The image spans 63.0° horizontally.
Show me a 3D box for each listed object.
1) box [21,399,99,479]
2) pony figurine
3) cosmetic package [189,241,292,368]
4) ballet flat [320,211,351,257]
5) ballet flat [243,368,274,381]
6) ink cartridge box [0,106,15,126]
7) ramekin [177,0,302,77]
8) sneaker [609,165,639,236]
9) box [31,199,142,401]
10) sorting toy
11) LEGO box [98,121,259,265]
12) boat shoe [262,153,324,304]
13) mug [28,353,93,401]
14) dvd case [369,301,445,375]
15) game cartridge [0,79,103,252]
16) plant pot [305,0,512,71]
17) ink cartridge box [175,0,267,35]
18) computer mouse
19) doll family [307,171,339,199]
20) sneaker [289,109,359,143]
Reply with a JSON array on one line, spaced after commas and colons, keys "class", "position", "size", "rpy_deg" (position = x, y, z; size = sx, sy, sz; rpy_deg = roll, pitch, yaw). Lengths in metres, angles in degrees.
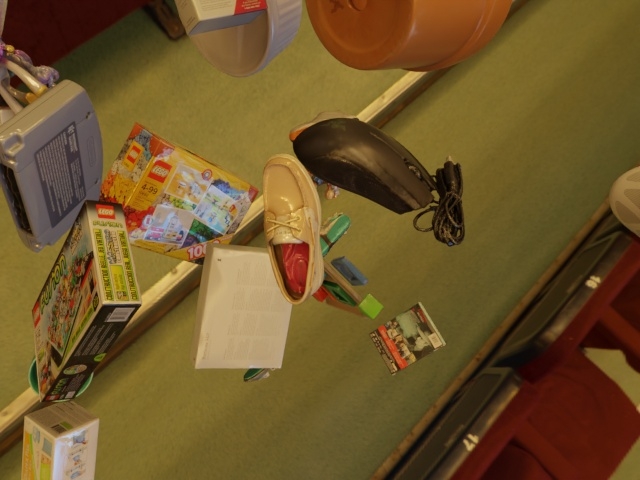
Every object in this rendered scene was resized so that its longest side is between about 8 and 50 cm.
[{"class": "box", "position": [-0.559, 0.467, 1.118], "size": [0.114, 0.103, 0.203], "rpy_deg": [16, 104, 29]}, {"class": "pony figurine", "position": [-0.944, -0.535, 1.500], "size": [0.363, 0.351, 0.303], "rpy_deg": [40, 47, -15]}, {"class": "cosmetic package", "position": [-0.237, 0.209, 1.635], "size": [0.284, 0.097, 0.378], "rpy_deg": [7, 98, -29]}, {"class": "ballet flat", "position": [0.000, 0.000, 1.608], "size": [0.241, 0.077, 0.091], "rpy_deg": [-37, 102, -27]}, {"class": "ballet flat", "position": [-0.195, 0.455, 1.882], "size": [0.213, 0.072, 0.068], "rpy_deg": [-45, 117, -47]}, {"class": "ink cartridge box", "position": [-1.005, -0.391, 1.660], "size": [0.109, 0.150, 0.063], "rpy_deg": [-22, 120, -57]}, {"class": "ramekin", "position": [-0.156, -0.476, 1.035], "size": [0.127, 0.273, 0.273], "rpy_deg": [-39, 91, -36]}, {"class": "sneaker", "position": [0.520, -0.030, 0.684], "size": [0.257, 0.447, 0.169], "rpy_deg": [5, 107, -22]}, {"class": "box", "position": [-0.242, 0.068, 0.525], "size": [0.036, 0.207, 0.114], "rpy_deg": [5, 51, -41]}, {"class": "sorting toy", "position": [-0.006, 0.081, 1.050], "size": [0.047, 0.347, 0.196], "rpy_deg": [-47, 113, -17]}, {"class": "LEGO box", "position": [-0.523, -0.143, 1.915], "size": [0.193, 0.500, 0.373], "rpy_deg": [34, 96, 36]}, {"class": "boat shoe", "position": [-0.031, -0.008, 0.575], "size": [0.062, 0.059, 0.170], "rpy_deg": [-7, 110, 17]}, {"class": "mug", "position": [-0.572, 0.272, 1.178], "size": [0.129, 0.097, 0.158], "rpy_deg": [43, 81, -22]}, {"class": "dvd case", "position": [0.155, 0.178, 0.945], "size": [0.013, 0.119, 0.087], "rpy_deg": [-3, 58, -58]}, {"class": "game cartridge", "position": [-0.470, -0.130, 0.928], "size": [0.062, 0.297, 0.198], "rpy_deg": [24, 51, 0]}, {"class": "plant pot", "position": [0.115, -0.381, 0.783], "size": [0.203, 0.291, 0.291], "rpy_deg": [-36, 90, -36]}, {"class": "ink cartridge box", "position": [-0.179, -0.439, 0.839], "size": [0.127, 0.072, 0.175], "rpy_deg": [-25, 102, -28]}, {"class": "computer mouse", "position": [0.095, -0.112, 0.751], "size": [0.272, 0.072, 0.189], "rpy_deg": [22, 41, -3]}, {"class": "doll family", "position": [0.010, -0.233, 1.728], "size": [0.118, 0.263, 0.163], "rpy_deg": [38, 81, 19]}, {"class": "sneaker", "position": [-0.003, -0.373, 1.738], "size": [0.262, 0.099, 0.121], "rpy_deg": [-18, 44, -31]}]
